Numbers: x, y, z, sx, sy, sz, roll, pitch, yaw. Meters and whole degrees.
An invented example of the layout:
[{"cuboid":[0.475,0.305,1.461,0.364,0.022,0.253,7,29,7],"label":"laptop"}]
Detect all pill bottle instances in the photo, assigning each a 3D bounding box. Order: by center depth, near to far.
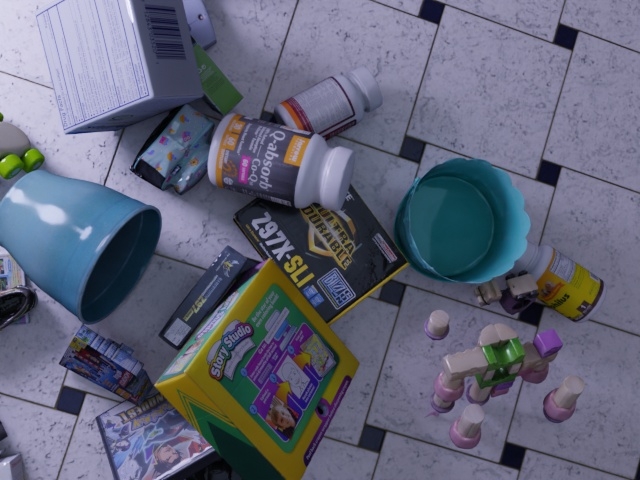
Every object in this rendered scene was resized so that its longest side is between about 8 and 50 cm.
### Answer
[{"cuboid":[-0.079,-0.157,1.694,0.279,0.162,0.162,15,85,9],"label":"pill bottle"},{"cuboid":[0.018,-0.292,1.806,0.221,0.121,0.121,-29,91,-9],"label":"pill bottle"},{"cuboid":[0.532,0.088,1.859,0.215,0.117,0.117,32,83,-5],"label":"pill bottle"}]

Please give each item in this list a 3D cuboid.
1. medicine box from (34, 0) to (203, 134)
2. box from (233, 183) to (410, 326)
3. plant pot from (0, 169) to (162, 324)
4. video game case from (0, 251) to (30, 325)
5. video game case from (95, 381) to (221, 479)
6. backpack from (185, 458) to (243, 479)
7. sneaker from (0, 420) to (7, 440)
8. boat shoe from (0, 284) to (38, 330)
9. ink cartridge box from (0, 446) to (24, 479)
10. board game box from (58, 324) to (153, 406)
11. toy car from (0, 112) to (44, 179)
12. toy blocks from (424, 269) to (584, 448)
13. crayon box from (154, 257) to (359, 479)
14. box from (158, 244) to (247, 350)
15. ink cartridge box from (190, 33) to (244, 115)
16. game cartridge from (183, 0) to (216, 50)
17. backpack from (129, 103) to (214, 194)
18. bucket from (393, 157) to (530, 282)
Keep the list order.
[{"cuboid":[-0.412,-0.379,1.659,0.149,0.289,0.263,-15,92,-53],"label":"medicine box"},{"cuboid":[0.000,0.000,1.812,0.257,0.079,0.322,-36,92,-6],"label":"box"},{"cuboid":[-0.506,-0.010,1.659,0.255,0.271,0.271,30,83,9],"label":"plant pot"},{"cuboid":[-0.700,0.107,1.737,0.143,0.019,0.157,-6,87,-9],"label":"video game case"},{"cuboid":[-0.309,0.386,1.680,0.275,0.248,0.035,-29,131,-9],"label":"video game case"},{"cuboid":[-0.190,0.564,1.695,0.225,0.191,0.253,9,79,-5],"label":"backpack"},{"cuboid":[-0.755,0.355,1.697,0.118,0.083,0.222,-34,83,-29],"label":"sneaker"},{"cuboid":[-0.698,0.164,1.688,0.228,0.069,0.081,-33,91,-9],"label":"boat shoe"},{"cuboid":[-0.666,0.506,1.683,0.090,0.092,0.143,-9,87,-8],"label":"ink cartridge box"},{"cuboid":[-0.427,0.257,1.682,0.194,0.194,0.060,34,56,-9],"label":"board game box"},{"cuboid":[-0.710,-0.158,1.717,0.155,0.149,0.188,45,111,0],"label":"toy car"},{"cuboid":[0.370,0.285,1.782,0.289,0.260,0.308,-14,58,-10],"label":"toy blocks"},{"cuboid":[-0.109,0.265,1.625,0.313,0.106,0.363,50,39,-13],"label":"crayon box"},{"cuboid":[-0.246,0.119,1.716,0.059,0.183,0.232,38,82,-5],"label":"box"},{"cuboid":[-0.264,-0.368,1.740,0.062,0.109,0.209,-44,117,-5],"label":"ink cartridge box"},{"cuboid":[-0.370,-0.521,1.801,0.196,0.060,0.294,-35,92,-5],"label":"game cartridge"},{"cuboid":[-0.297,-0.192,1.734,0.144,0.166,0.188,30,86,-5],"label":"backpack"},{"cuboid":[0.301,-0.036,1.801,0.281,0.183,0.281,0,86,-7],"label":"bucket"}]
